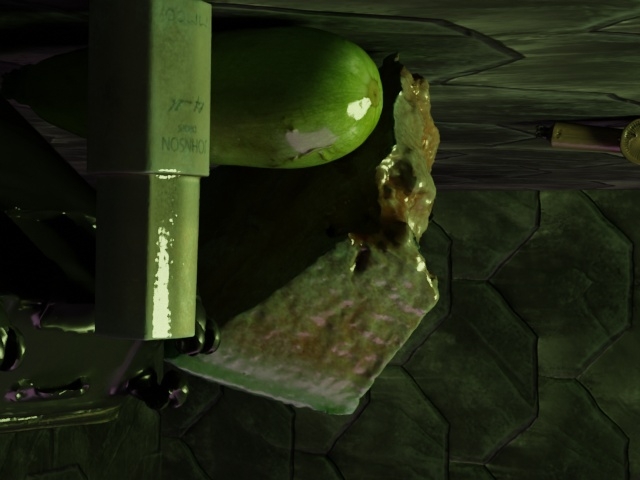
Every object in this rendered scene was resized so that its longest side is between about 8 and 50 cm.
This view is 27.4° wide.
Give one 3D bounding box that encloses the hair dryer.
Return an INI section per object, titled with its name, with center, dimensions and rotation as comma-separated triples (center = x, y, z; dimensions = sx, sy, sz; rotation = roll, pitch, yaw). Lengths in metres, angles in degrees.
[hair dryer]
center = 0.375, -0.135, 1.741
dimensions = 0.182, 0.064, 0.117
rotation = 9, -176, 20

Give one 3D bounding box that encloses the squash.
[squash]
center = -0.116, -0.120, 1.125
dimensions = 0.371, 0.118, 0.118
rotation = 2, 180, 29

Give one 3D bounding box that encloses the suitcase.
[suitcase]
center = -0.316, 0.003, 1.134
dimensions = 0.434, 0.194, 0.283
rotation = 44, -156, 29

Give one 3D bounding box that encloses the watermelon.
[watermelon]
center = 0.004, 0.011, 1.215
dimensions = 0.302, 0.264, 0.151
rotation = -29, 128, 25

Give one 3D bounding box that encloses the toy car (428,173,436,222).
[toy car]
center = 0.016, -0.090, 1.468
dimensions = 0.172, 0.158, 0.235
rotation = -2, 177, 41

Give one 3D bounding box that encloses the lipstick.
[lipstick]
center = -0.127, -0.054, 0.981
dimensions = 0.077, 0.252, 0.079
rotation = 0, -179, 35
